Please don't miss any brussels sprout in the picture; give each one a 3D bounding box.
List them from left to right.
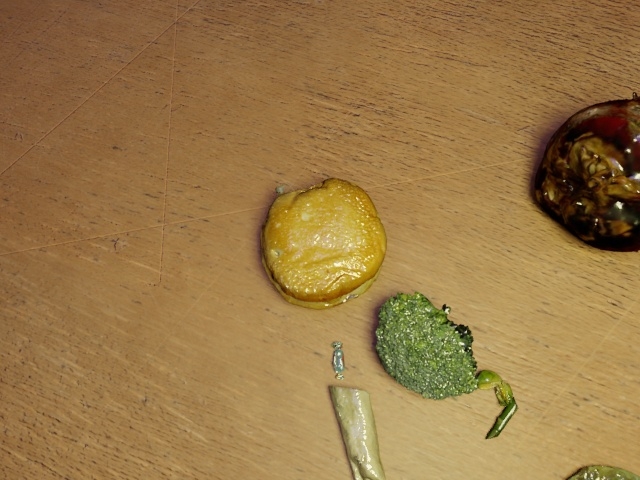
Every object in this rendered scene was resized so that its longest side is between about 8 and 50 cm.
[{"bbox_3d":[0.372,0.311,0.985,0.083,0.046,0.051,39,74,17],"label":"brussels sprout"}]

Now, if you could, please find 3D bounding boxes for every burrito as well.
[{"bbox_3d":[0.084,0.412,0.976,0.087,0.060,0.226,-14,69,2],"label":"burrito"}]

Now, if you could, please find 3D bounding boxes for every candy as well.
[{"bbox_3d":[0.039,0.272,1.052,0.030,0.020,0.083,-2,72,6],"label":"candy"}]

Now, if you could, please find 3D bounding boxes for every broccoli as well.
[{"bbox_3d":[0.226,0.225,0.971,0.226,0.198,0.176,16,34,-16],"label":"broccoli"}]

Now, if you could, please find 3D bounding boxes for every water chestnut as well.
[{"bbox_3d":[0.615,-0.129,0.971,0.347,0.335,0.335,-21,66,-34],"label":"water chestnut"}]

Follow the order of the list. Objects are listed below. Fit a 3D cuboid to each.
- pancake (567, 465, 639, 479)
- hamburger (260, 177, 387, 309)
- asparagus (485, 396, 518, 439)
[{"bbox_3d":[0.559,0.560,0.879,0.253,0.037,0.253,-2,69,6],"label":"pancake"},{"bbox_3d":[0.000,0.000,1.075,0.290,0.170,0.314,-16,68,-2],"label":"hamburger"},{"bbox_3d":[0.383,0.378,0.972,0.021,0.025,0.108,33,80,37],"label":"asparagus"}]
